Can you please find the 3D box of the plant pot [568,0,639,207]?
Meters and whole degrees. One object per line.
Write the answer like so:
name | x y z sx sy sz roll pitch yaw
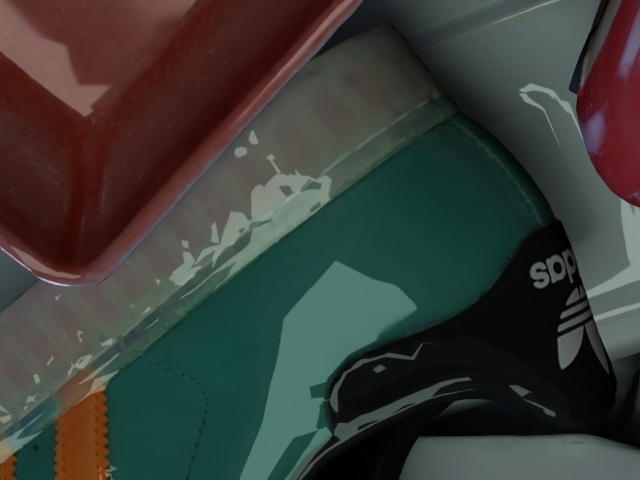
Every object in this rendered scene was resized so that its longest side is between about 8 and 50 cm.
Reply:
plant pot | 0.157 -0.061 0.384 0.174 0.191 0.191 21 118 3

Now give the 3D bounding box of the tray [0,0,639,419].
tray | 0.000 0.000 0.532 0.270 0.030 0.145 -20 110 19

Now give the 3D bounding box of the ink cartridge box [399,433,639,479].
ink cartridge box | 0.101 0.150 0.508 0.232 0.189 0.066 -3 156 15

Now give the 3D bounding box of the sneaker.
sneaker | -0.055 0.082 0.491 0.302 0.108 0.121 -42 82 24

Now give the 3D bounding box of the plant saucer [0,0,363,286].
plant saucer | -0.068 -0.158 0.368 0.258 0.047 0.259 40 113 -11
